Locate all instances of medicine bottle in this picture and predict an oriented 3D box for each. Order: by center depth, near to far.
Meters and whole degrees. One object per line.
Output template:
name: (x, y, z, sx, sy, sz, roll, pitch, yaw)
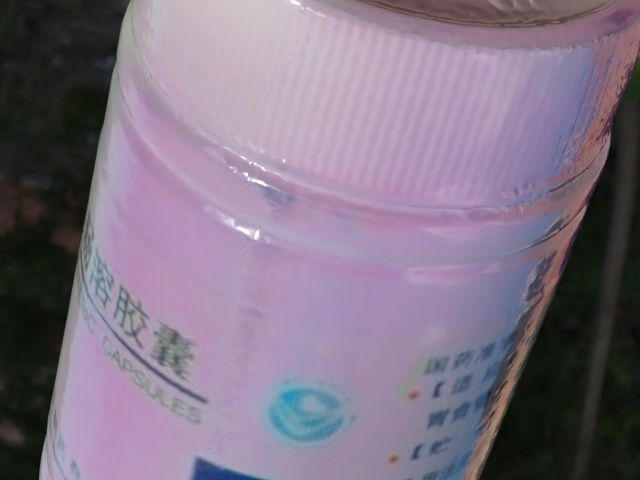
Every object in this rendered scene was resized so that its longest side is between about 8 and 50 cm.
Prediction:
medicine bottle: (0.000, 0.000, 0.603, 0.152, 0.254, 0.152, 10, -142, -7)
